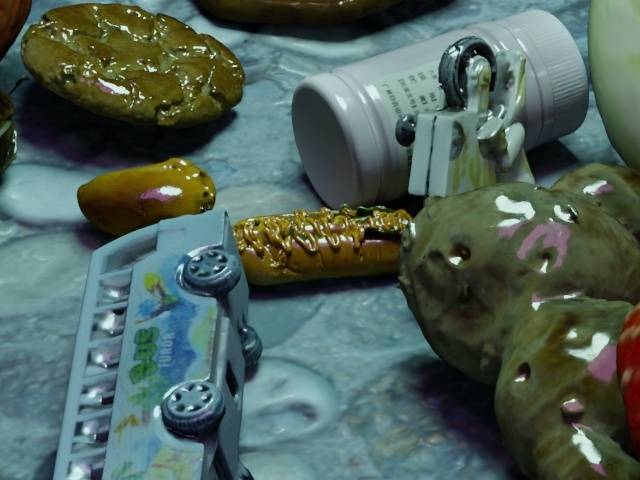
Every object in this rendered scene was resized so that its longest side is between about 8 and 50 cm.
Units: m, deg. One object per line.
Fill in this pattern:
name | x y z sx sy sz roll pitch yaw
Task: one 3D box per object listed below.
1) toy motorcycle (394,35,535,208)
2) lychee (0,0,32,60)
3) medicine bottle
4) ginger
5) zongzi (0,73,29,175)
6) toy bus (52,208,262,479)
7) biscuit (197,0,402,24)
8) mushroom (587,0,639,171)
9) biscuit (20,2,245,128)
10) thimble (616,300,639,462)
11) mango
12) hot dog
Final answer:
toy motorcycle | 0.135 -0.058 1.538 0.074 0.229 0.151 5 -6 43
lychee | -0.404 -0.243 1.692 0.255 0.300 0.255 1 83 -6
medicine bottle | 0.109 -0.121 1.633 0.249 0.133 0.133 -21 44 -22
ginger | 0.203 0.077 1.369 0.256 0.176 0.375 6 38 -17
zongzi | -0.342 -0.123 1.554 0.111 0.241 0.248 9 41 12
toy bus | -0.122 0.115 1.380 0.135 0.109 0.330 -8 38 8
biscuit | 0.002 -0.338 1.945 0.359 0.046 0.359 -4 40 4
mushroom | 0.388 -0.200 1.505 0.353 0.353 0.325 -33 70 -33
biscuit | -0.178 -0.174 1.723 0.225 0.042 0.226 14 28 -8
thimble | 0.385 0.124 1.172 0.350 0.230 0.350 28 41 -27
mango | -0.155 -0.032 1.584 0.127 0.063 0.077 -2 44 6
hot dog | 0.000 0.000 1.548 0.188 0.055 0.072 -5 41 -7
